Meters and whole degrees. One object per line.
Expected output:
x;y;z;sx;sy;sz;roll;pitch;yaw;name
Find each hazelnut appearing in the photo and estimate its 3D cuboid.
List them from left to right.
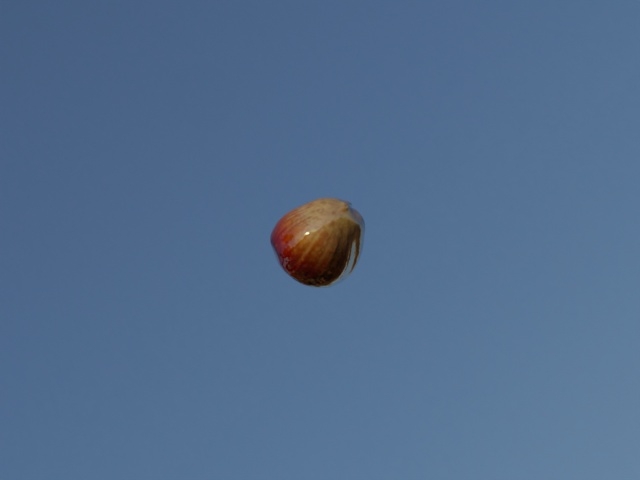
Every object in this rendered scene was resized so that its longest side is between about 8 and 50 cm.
0.000;0.000;1.213;0.086;0.086;0.086;-18;-47;-20;hazelnut
